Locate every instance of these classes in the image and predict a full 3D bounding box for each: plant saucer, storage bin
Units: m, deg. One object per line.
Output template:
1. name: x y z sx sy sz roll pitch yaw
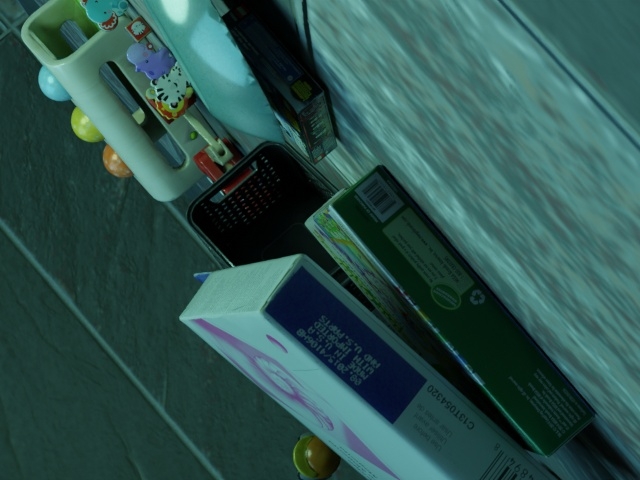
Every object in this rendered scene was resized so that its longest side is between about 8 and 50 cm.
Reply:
1. plant saucer: -0.089 -0.145 1.151 0.195 0.037 0.195 58 177 5
2. storage bin: -0.026 0.005 1.501 0.180 0.122 0.084 44 173 40

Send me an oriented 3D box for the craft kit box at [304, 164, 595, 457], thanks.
1. craft kit box: 0.093 0.057 1.291 0.250 0.061 0.246 49 177 -1

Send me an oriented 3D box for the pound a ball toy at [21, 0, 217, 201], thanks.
1. pound a ball toy: -0.263 -0.182 2.042 0.208 0.136 0.319 44 172 43

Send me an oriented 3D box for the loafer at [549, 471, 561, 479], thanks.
1. loafer: 0.250 0.288 1.638 0.148 0.050 0.056 43 172 48

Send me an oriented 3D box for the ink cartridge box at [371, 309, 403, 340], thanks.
1. ink cartridge box: 0.025 0.070 1.639 0.181 0.104 0.061 41 170 48

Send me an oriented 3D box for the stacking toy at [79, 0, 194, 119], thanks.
1. stacking toy: -0.217 -0.230 1.782 0.221 0.052 0.167 50 174 -6

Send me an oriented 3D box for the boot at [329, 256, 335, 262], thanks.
1. boot: 0.001 0.000 1.594 0.121 0.045 0.099 -44 52 45

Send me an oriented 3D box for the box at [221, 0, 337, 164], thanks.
1. box: -0.030 -0.116 1.202 0.094 0.027 0.137 50 175 13

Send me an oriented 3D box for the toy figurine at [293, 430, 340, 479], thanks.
1. toy figurine: 0.088 0.245 1.818 0.213 0.209 0.148 48 169 2

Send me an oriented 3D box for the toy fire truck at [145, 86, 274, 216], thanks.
1. toy fire truck: -0.121 -0.102 1.924 0.192 0.047 0.135 46 172 27

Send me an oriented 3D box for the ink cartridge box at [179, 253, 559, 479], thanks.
1. ink cartridge box: 0.035 0.145 1.342 0.324 0.071 0.330 41 164 -11
